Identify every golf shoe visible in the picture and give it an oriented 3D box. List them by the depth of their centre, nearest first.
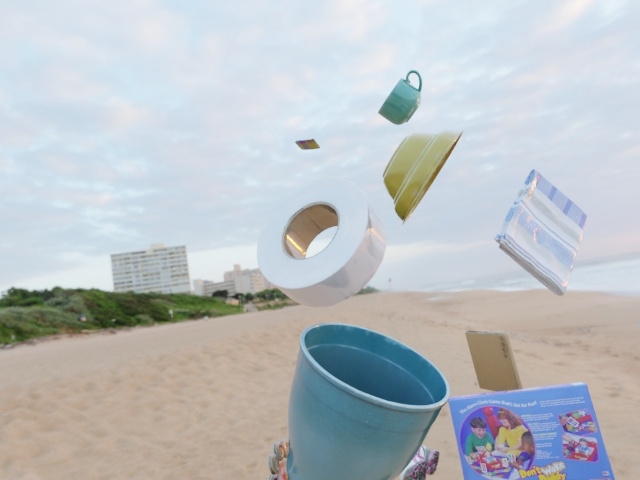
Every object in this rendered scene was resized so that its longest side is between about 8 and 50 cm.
[{"bbox_3d":[0.227,0.556,1.101,0.086,0.067,0.186,9,-3,33],"label":"golf shoe"}]

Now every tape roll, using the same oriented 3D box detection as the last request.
[{"bbox_3d":[0.000,0.000,0.991,0.286,0.286,0.100,-13,-38,29],"label":"tape roll"}]

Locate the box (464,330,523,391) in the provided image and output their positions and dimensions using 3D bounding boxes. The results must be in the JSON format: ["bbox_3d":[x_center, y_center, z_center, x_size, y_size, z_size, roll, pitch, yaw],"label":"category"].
[{"bbox_3d":[0.564,0.396,1.456,0.021,0.201,0.164,-15,0,-30],"label":"box"}]

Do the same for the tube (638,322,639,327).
[{"bbox_3d":[0.849,0.135,1.069,0.052,0.207,0.080,33,24,31],"label":"tube"}]

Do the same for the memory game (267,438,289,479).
[{"bbox_3d":[-0.060,0.486,0.872,0.012,0.186,0.186,-19,-9,11],"label":"memory game"}]

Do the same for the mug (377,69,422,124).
[{"bbox_3d":[0.262,-0.438,1.399,0.129,0.097,0.158,-56,3,-35],"label":"mug"}]

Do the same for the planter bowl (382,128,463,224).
[{"bbox_3d":[0.186,-0.145,0.889,0.090,0.217,0.217,33,0,11],"label":"planter bowl"}]

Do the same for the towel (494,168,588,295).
[{"bbox_3d":[0.548,-0.028,1.082,0.285,0.209,0.034,-51,3,-31],"label":"towel"}]

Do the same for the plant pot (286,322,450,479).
[{"bbox_3d":[0.056,0.325,0.805,0.272,0.255,0.271,18,11,-4],"label":"plant pot"}]

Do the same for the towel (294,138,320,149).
[{"bbox_3d":[-0.047,-0.356,1.653,0.083,0.009,0.060,0,-23,32],"label":"towel"}]

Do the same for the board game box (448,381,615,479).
[{"bbox_3d":[0.535,0.513,1.164,0.347,0.233,0.078,-14,-18,20],"label":"board game box"}]
